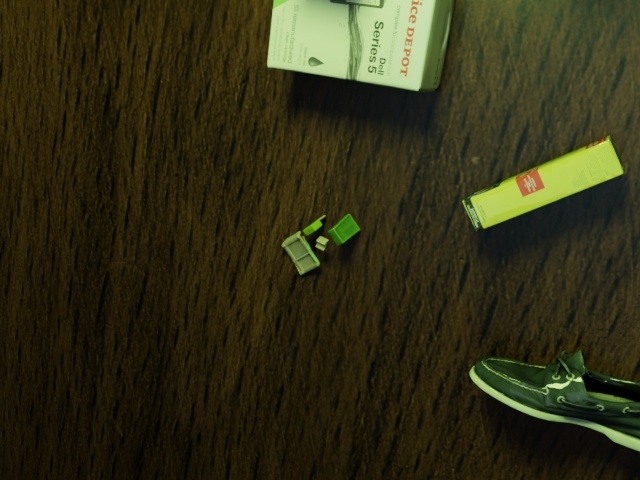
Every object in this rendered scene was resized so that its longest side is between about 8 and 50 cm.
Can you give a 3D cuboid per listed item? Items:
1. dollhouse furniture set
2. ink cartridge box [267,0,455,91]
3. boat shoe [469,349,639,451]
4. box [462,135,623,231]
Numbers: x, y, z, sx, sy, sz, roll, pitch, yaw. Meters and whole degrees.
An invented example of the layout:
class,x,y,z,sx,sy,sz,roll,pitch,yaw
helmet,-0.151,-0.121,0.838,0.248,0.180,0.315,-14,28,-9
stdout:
class,x,y,z,sx,sy,sz,roll,pitch,yaw
dollhouse furniture set,0.000,0.000,1.249,0.151,0.058,0.076,-30,97,46
ink cartridge box,0.066,-0.361,1.077,0.273,0.115,0.198,14,108,21
boat shoe,0.417,0.233,1.060,0.340,0.127,0.113,19,109,17
box,0.346,-0.088,1.035,0.232,0.087,0.058,-23,92,28
